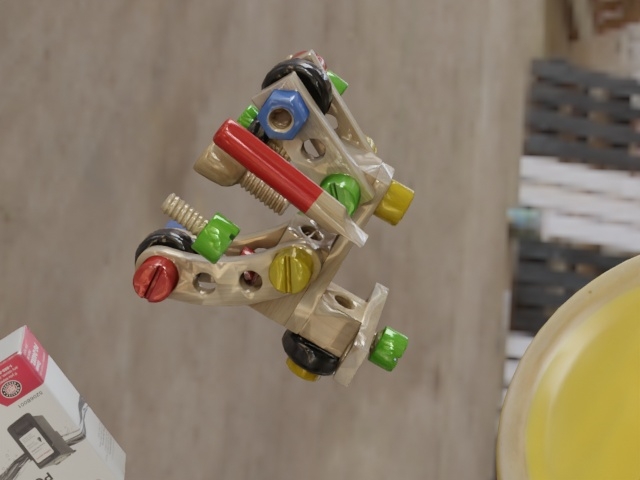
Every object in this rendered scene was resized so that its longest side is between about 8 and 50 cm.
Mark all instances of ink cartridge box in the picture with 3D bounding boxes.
[{"bbox_3d":[-0.245,0.164,1.577,0.150,0.109,0.063,55,6,-19],"label":"ink cartridge box"}]

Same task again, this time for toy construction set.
[{"bbox_3d":[0.000,0.000,1.574,0.257,0.237,0.309,-52,-178,-1],"label":"toy construction set"}]

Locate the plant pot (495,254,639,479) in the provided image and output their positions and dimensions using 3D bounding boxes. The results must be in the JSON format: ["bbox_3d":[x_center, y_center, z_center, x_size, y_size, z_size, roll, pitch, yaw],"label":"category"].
[{"bbox_3d":[0.179,0.127,0.773,0.239,0.254,0.254,59,36,-54],"label":"plant pot"}]
